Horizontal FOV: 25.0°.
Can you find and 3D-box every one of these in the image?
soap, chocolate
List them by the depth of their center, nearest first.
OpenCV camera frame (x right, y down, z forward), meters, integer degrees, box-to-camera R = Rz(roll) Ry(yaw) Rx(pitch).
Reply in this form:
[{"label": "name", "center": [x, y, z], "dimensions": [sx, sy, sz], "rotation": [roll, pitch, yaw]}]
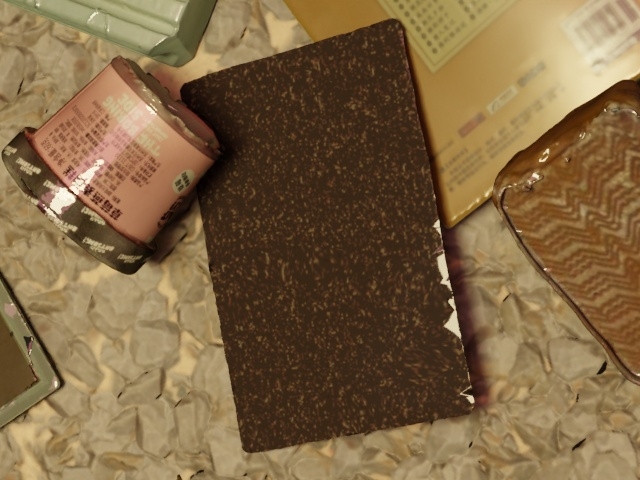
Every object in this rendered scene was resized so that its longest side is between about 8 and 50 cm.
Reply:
[{"label": "chocolate", "center": [0.246, -0.005, 1.092], "dimensions": [0.148, 0.093, 0.214], "rotation": [-36, 98, 30]}, {"label": "soap", "center": [-0.190, -0.239, 1.259], "dimensions": [0.198, 0.066, 0.119], "rotation": [22, 93, 15]}]

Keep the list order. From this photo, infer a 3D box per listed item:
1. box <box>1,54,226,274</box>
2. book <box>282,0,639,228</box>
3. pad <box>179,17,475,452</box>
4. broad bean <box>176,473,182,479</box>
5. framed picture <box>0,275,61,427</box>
[{"label": "box", "center": [-0.166, -0.070, 1.200], "dimensions": [0.151, 0.151, 0.135], "rotation": [44, 94, 13]}, {"label": "book", "center": [0.093, -0.239, 1.177], "dimensions": [0.269, 0.032, 0.389], "rotation": [-38, 77, 21]}, {"label": "pad", "center": [0.000, 0.000, 1.202], "dimensions": [0.220, 0.004, 0.330], "rotation": [-13, 83, 26]}, {"label": "broad bean", "center": [-0.088, 0.317, 1.194], "dimensions": [0.065, 0.046, 0.255], "rotation": [-12, 91, -19]}, {"label": "framed picture", "center": [-0.390, 0.115, 1.314], "dimensions": [0.273, 0.016, 0.216], "rotation": [-33, 78, 10]}]
